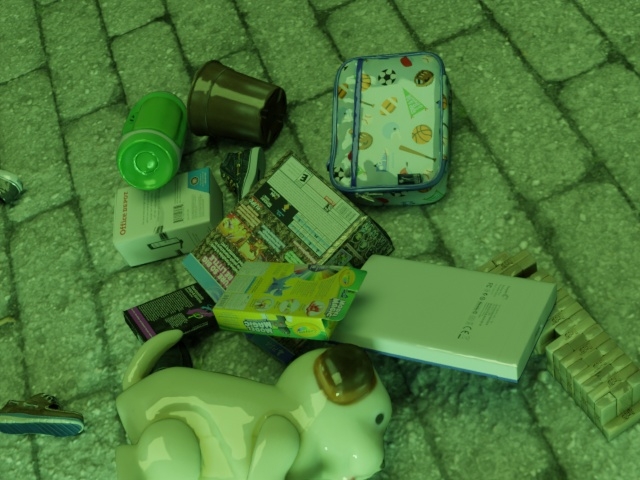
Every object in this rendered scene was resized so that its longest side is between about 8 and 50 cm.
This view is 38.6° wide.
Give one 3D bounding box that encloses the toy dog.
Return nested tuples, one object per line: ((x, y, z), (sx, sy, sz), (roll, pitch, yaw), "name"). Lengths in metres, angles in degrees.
((-0.087, 0.304, 1.408), (0.407, 0.285, 0.395), (-15, 51, -5), "toy dog")

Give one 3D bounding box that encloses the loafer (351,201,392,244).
((0.067, -0.030, 1.726), (0.062, 0.061, 0.170), (-53, 54, 12), "loafer")

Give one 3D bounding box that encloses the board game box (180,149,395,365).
((-0.059, 0.029, 1.629), (0.291, 0.141, 0.232), (-46, 54, -1), "board game box")

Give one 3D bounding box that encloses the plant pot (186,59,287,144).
((-0.170, -0.282, 1.928), (0.165, 0.167, 0.167), (16, 61, 19), "plant pot")

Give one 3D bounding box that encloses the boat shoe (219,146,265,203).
((-0.164, -0.112, 1.860), (0.083, 0.065, 0.183), (-8, 47, 15), "boat shoe")

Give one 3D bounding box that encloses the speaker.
((-0.342, -0.211, 1.883), (0.131, 0.131, 0.296), (-16, 27, 6), "speaker")

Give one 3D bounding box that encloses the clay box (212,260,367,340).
((-0.042, 0.093, 1.439), (0.222, 0.053, 0.127), (4, 39, 25), "clay box")

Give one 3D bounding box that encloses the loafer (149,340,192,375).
((-0.267, 0.238, 1.619), (0.076, 0.078, 0.223), (-22, 51, 2), "loafer")

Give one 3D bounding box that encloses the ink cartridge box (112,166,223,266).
((-0.304, -0.048, 1.837), (0.203, 0.086, 0.148), (-13, 51, 9), "ink cartridge box")

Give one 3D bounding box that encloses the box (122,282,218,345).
((-0.267, 0.139, 1.682), (0.162, 0.029, 0.116), (-23, 37, -22), "box")

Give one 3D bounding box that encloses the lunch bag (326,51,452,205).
((0.129, -0.208, 1.761), (0.243, 0.115, 0.304), (0, 73, 15), "lunch bag")

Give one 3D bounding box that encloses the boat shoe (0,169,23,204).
((-0.778, -0.122, 2.056), (0.228, 0.080, 0.076), (12, 58, 16), "boat shoe")

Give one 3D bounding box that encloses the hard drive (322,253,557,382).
((0.186, 0.114, 1.440), (0.318, 0.040, 0.210), (9, 37, 28), "hard drive")

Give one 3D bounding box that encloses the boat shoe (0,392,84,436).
((-0.505, 0.311, 1.650), (0.183, 0.066, 0.066), (-1, 53, 17), "boat shoe")

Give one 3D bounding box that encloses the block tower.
((0.386, 0.154, 1.464), (0.091, 0.097, 0.335), (-32, 53, -6), "block tower")
